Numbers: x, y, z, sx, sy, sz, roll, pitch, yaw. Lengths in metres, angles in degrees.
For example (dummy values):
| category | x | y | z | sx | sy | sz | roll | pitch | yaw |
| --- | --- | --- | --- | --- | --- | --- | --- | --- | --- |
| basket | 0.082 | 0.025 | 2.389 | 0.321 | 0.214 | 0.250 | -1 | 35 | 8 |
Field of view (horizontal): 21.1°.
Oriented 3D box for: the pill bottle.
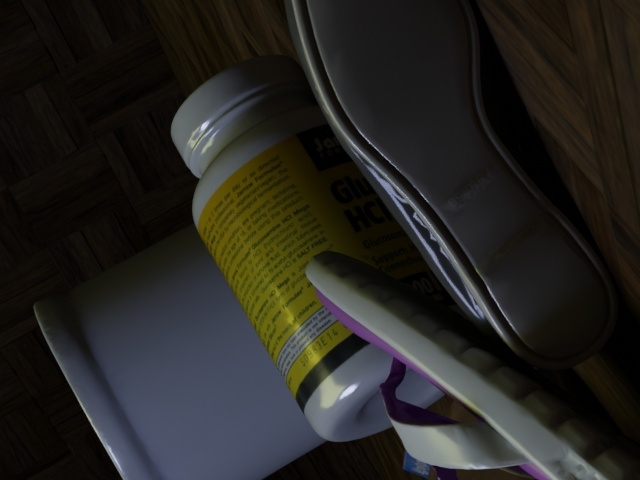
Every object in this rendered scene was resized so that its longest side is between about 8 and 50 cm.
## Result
| category | x | y | z | sx | sy | sz | roll | pitch | yaw |
| --- | --- | --- | --- | --- | --- | --- | --- | --- | --- |
| pill bottle | 0.000 | 0.000 | 1.577 | 0.334 | 0.188 | 0.188 | 58 | 174 | 20 |

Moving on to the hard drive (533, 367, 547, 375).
| category | x | y | z | sx | sy | sz | roll | pitch | yaw |
| --- | --- | --- | --- | --- | --- | --- | --- | --- | --- |
| hard drive | 0.096 | -0.026 | 1.277 | 0.255 | 0.054 | 0.172 | 55 | 173 | 37 |

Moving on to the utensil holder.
| category | x | y | z | sx | sy | sz | roll | pitch | yaw |
| --- | --- | --- | --- | --- | --- | --- | --- | --- | --- |
| utensil holder | -0.101 | 0.126 | 2.088 | 0.327 | 0.385 | 0.327 | 60 | 175 | 9 |

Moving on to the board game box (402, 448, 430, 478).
| category | x | y | z | sx | sy | sz | roll | pitch | yaw |
| --- | --- | --- | --- | --- | --- | --- | --- | --- | --- |
| board game box | 0.155 | 0.227 | 1.730 | 0.145 | 0.027 | 0.281 | 19 | 167 | 6 |

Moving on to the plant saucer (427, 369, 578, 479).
| category | x | y | z | sx | sy | sz | roll | pitch | yaw |
| --- | --- | --- | --- | --- | --- | --- | --- | --- | --- |
| plant saucer | 0.138 | 0.219 | 1.372 | 0.278 | 0.041 | 0.278 | -171 | 90 | -74 |

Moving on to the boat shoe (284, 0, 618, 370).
| category | x | y | z | sx | sy | sz | roll | pitch | yaw |
| --- | --- | --- | --- | --- | --- | --- | --- | --- | --- |
| boat shoe | 0.067 | -0.063 | 1.067 | 0.335 | 0.112 | 0.095 | 58 | 170 | -13 |

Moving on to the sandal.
| category | x | y | z | sx | sy | sz | roll | pitch | yaw |
| --- | --- | --- | --- | --- | --- | --- | --- | --- | --- |
| sandal | 0.109 | 0.129 | 1.109 | 0.169 | 0.102 | 0.416 | 29 | -174 | -46 |
